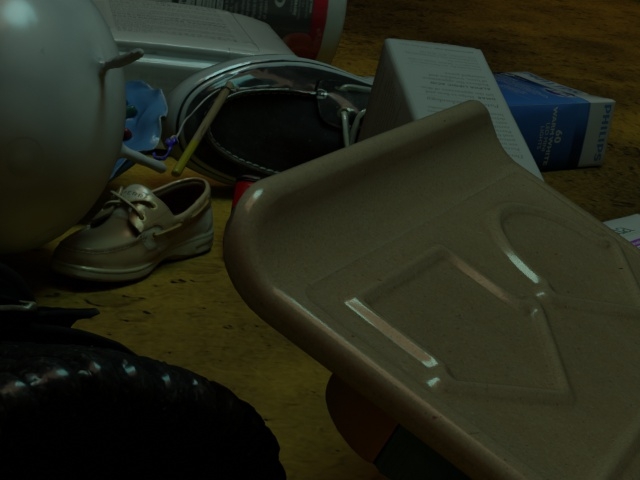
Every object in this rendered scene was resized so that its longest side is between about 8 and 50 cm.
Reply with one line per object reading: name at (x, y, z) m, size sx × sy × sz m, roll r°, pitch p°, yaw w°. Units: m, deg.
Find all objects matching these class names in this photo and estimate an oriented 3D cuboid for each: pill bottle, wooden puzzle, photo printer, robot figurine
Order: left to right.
robot figurine at (-0.284, -0.095, 1.016) m, size 0.353 × 0.200 × 0.300 m, roll 4°, pitch -21°, yaw 4°
photo printer at (-0.158, -0.173, 1.530) m, size 0.256 × 0.107 × 0.307 m, roll 4°, pitch 16°, yaw -13°
pill bottle at (-0.142, -0.295, 1.824) m, size 0.318 × 0.176 × 0.176 m, roll 3°, pitch 17°, yaw -18°
wooden puzzle at (0.138, 0.085, 0.733) m, size 0.348 × 0.080 × 0.322 m, roll 41°, pitch 26°, yaw 11°

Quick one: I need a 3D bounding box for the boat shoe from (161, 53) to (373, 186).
boat shoe at (0.032, -0.091, 1.321) m, size 0.335 × 0.121 × 0.119 m, roll 3°, pitch 13°, yaw -24°

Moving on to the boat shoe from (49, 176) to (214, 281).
boat shoe at (-0.133, -0.013, 1.092) m, size 0.063 × 0.059 × 0.170 m, roll 15°, pitch 18°, yaw 23°

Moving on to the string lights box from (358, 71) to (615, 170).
string lights box at (0.166, -0.123, 1.570) m, size 0.260 × 0.077 × 0.133 m, roll -6°, pitch 22°, yaw -39°

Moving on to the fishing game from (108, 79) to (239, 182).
fishing game at (-0.213, -0.092, 1.224) m, size 0.264 × 0.041 × 0.189 m, roll 4°, pitch 36°, yaw 22°

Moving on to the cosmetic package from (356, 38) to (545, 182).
cosmetic package at (0.091, -0.040, 1.090) m, size 0.085 × 0.117 × 0.231 m, roll 4°, pitch 36°, yaw -15°

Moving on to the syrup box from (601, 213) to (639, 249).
syrup box at (0.269, 0.057, 0.969) m, size 0.237 × 0.096 × 0.093 m, roll 19°, pitch 19°, yaw 38°

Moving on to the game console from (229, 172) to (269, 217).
game console at (0.000, 0.000, 1.195) m, size 0.144 × 0.085 × 0.124 m, roll 7°, pitch 48°, yaw -1°

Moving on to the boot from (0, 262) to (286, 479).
boot at (-0.213, 0.076, 0.634) m, size 0.348 × 0.131 × 0.260 m, roll -5°, pitch 21°, yaw -38°
